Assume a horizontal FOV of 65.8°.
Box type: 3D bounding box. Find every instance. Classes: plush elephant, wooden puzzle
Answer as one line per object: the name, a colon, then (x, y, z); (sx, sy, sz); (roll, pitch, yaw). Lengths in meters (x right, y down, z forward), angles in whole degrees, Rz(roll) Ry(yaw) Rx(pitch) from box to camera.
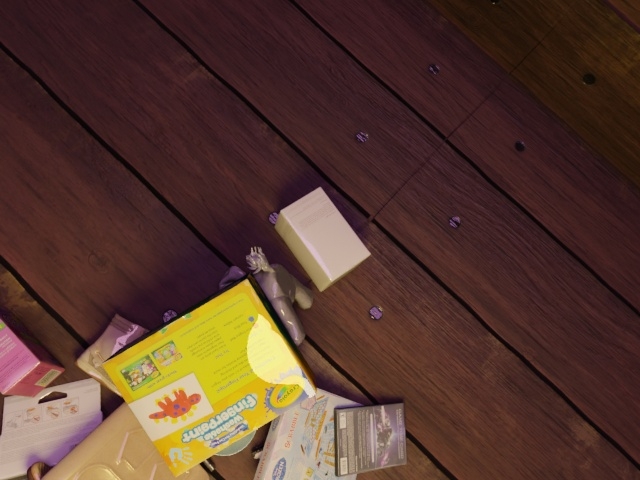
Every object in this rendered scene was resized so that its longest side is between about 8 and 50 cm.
plush elephant: (-0.213, 0.197, 1.587); (0.330, 0.256, 0.271); (54, 22, -26)
wooden puzzle: (-0.533, 0.669, 1.379); (0.347, 0.081, 0.322); (52, 50, -7)

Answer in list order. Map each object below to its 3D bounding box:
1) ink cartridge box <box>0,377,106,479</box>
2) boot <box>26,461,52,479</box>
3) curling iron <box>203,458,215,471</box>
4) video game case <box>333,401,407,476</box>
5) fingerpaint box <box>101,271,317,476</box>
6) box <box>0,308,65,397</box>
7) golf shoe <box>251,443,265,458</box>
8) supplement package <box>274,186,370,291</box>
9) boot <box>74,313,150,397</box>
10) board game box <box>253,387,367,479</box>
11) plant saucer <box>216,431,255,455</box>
ink cartridge box: (-0.776, 0.547, 1.442); (0.275, 0.060, 0.238); (-10, 50, -15)
boot: (-0.798, 0.726, 1.318); (0.207, 0.090, 0.248); (-18, 111, -13)
curling iron: (-0.422, 0.600, 1.506); (0.274, 0.035, 0.068); (46, 32, 1)
video game case: (0.162, 0.626, 1.573); (0.275, 0.026, 0.195); (7, 76, -33)
fingerpaint box: (-0.292, 0.361, 1.377); (0.445, 0.163, 0.371); (-31, 95, -1)
box: (-0.883, 0.314, 1.403); (0.243, 0.213, 0.117); (42, 69, 7)
golf shoe: (-0.113, 0.669, 1.533); (0.198, 0.077, 0.093); (-4, 74, -12)
supplement package: (0.000, 0.000, 1.716); (0.178, 0.175, 0.292); (-33, 82, -21)
boot: (-0.582, 0.368, 1.523); (0.262, 0.095, 0.203); (34, 67, 1)
board game box: (-0.013, 0.625, 1.515); (0.318, 0.066, 0.318); (29, 66, -25)
plant saucer: (-0.296, 0.567, 1.547); (0.195, 0.037, 0.194); (4, 73, -11)
